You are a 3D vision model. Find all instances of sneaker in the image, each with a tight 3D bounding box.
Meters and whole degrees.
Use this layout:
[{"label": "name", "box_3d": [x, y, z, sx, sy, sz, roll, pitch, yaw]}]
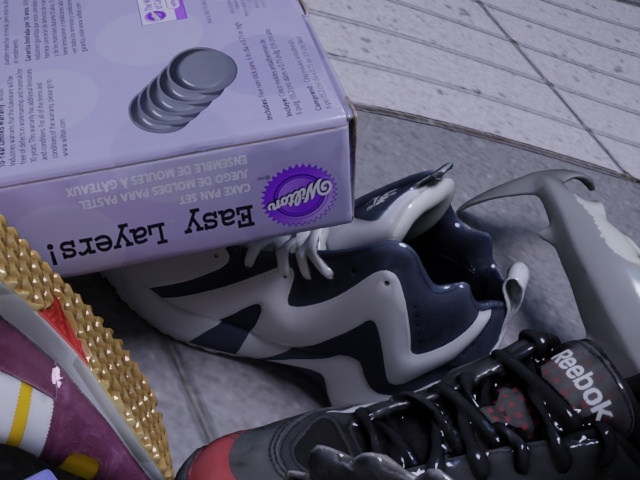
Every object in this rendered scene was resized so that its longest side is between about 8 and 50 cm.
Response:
[{"label": "sneaker", "box_3d": [-0.135, 0.057, 0.446, 0.185, 0.084, 0.069, 57, 2, -29]}, {"label": "sneaker", "box_3d": [0.068, 0.100, 0.492, 0.276, 0.135, 0.097, 7, 35, -27]}, {"label": "sneaker", "box_3d": [0.000, 0.000, 0.554, 0.235, 0.153, 0.094, 34, 35, 7]}]

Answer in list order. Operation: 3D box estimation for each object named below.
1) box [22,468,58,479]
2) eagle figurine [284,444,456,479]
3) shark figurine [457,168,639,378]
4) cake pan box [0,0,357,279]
[{"label": "box", "box_3d": [-0.139, 0.160, 0.362, 0.105, 0.043, 0.179, 43, 40, 19]}, {"label": "eagle figurine", "box_3d": [0.160, 0.140, 0.398, 0.226, 0.225, 0.298, -31, 85, -43]}, {"label": "shark figurine", "box_3d": [0.169, 0.054, 0.659, 0.278, 0.116, 0.166, 58, 10, 22]}, {"label": "cake pan box", "box_3d": [-0.131, -0.088, 0.551, 0.246, 0.070, 0.267, -11, 41, -10]}]
